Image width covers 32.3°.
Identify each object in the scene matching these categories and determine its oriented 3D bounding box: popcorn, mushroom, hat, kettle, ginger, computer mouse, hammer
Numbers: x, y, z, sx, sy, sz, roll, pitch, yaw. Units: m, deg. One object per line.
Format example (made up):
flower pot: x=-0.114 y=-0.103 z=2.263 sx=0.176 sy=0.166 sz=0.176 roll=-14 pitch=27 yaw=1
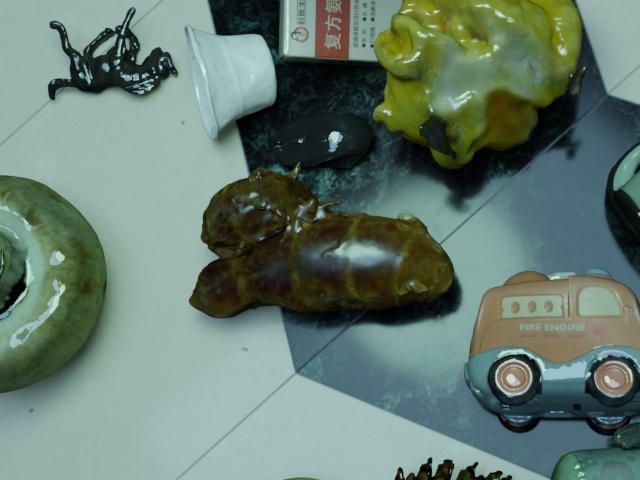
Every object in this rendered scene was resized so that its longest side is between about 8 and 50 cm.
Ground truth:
popcorn: x=0.231 y=-0.260 z=1.704 sx=0.315 sy=0.281 sz=0.297 roll=-1 pitch=115 yaw=-16
mushroom: x=-0.508 y=0.067 z=1.759 sx=0.352 sy=0.260 sz=0.352 roll=-1 pitch=76 yaw=6
hat: x=-0.144 y=-0.272 z=1.820 sx=0.126 sy=0.203 sz=0.203 roll=-16 pitch=74 yaw=-9
kettle: x=0.549 y=-0.088 z=1.642 sx=0.236 sy=0.161 sz=0.221 roll=-34 pitch=45 yaw=5
ginger: x=0.000 y=0.000 z=1.714 sx=0.418 sy=0.176 sz=0.254 roll=1 pitch=83 yaw=17
computer mouse: x=0.002 y=-0.165 z=1.811 sx=0.172 sy=0.057 sz=0.099 roll=-7 pitch=78 yaw=14
hammer: x=0.421 y=0.458 z=1.555 sx=0.206 sy=0.119 sz=0.336 roll=1 pitch=92 yaw=-10

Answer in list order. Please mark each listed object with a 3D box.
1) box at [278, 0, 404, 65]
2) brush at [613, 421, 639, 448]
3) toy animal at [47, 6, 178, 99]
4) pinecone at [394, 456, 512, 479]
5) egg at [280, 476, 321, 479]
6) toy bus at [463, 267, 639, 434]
box: x=0.045 y=-0.464 z=1.796 sx=0.214 sy=0.069 sz=0.353 roll=2 pitch=88 yaw=-10
brush: x=0.567 y=0.243 z=1.562 sx=0.323 sy=0.051 sz=0.070 roll=-15 pitch=100 yaw=-8
toy animal: x=-0.369 y=-0.312 z=1.910 sx=0.232 sy=0.084 sz=0.148 roll=-9 pitch=77 yaw=6
pinecone: x=0.194 y=0.419 z=1.558 sx=0.272 sy=0.224 sz=0.224 roll=-6 pitch=76 yaw=-3
egg: x=-0.056 y=0.457 z=1.608 sx=0.201 sy=0.201 sz=0.244 roll=32 pitch=73 yaw=17
toy bus: x=0.353 y=0.154 z=1.608 sx=0.287 sy=0.194 sz=0.232 roll=-3 pitch=64 yaw=12
